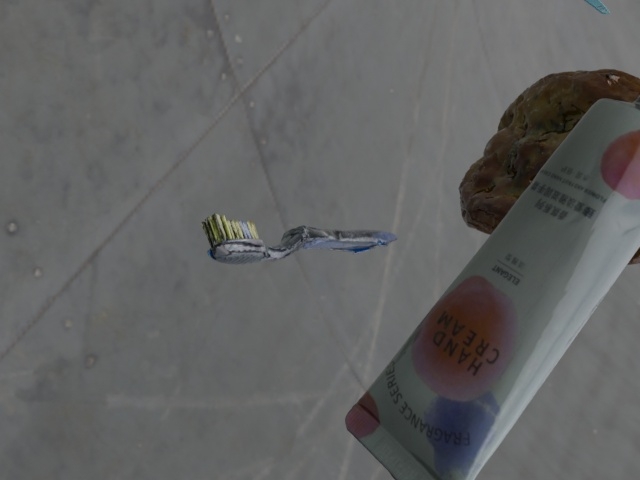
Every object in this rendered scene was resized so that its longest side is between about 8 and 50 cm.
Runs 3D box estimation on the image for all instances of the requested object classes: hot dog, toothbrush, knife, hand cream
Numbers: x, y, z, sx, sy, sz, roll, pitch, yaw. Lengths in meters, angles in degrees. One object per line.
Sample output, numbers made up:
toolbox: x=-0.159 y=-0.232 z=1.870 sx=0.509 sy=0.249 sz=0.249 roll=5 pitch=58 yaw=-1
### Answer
hot dog: x=0.244 y=-0.072 z=0.883 sx=0.122 sy=0.272 sz=0.196 roll=33 pitch=87 yaw=-33
toothbrush: x=0.000 y=0.000 z=0.906 sx=0.413 sy=0.035 sz=0.042 roll=1 pitch=72 yaw=-65
knife: x=0.361 y=-0.332 z=1.199 sx=0.091 sy=0.014 sz=0.005 roll=30 pitch=26 yaw=-23
hand cream: x=0.146 y=0.024 z=0.612 sx=0.340 sy=0.124 sz=0.078 roll=-52 pitch=130 yaw=0
